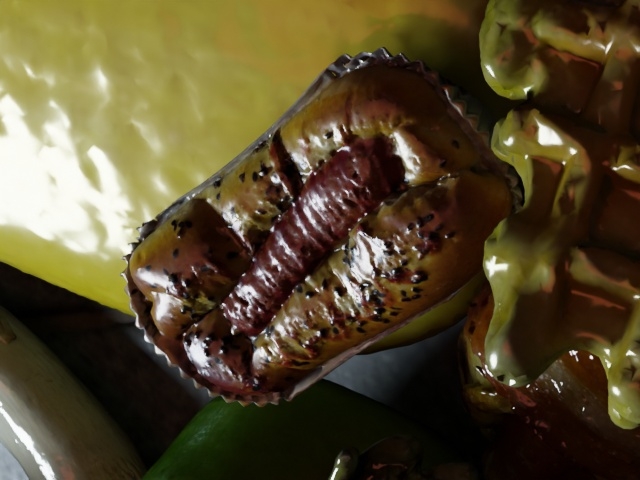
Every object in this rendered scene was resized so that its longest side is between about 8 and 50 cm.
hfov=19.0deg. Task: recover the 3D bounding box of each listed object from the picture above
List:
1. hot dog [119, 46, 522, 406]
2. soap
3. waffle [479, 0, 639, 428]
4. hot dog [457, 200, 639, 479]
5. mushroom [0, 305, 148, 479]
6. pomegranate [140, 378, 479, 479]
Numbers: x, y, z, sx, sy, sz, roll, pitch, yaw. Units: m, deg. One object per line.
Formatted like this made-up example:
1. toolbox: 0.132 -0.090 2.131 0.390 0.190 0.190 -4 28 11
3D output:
1. hot dog: 0.000 0.000 0.802 0.191 0.059 0.108 -37 96 32
2. soap: -0.085 -0.107 0.893 0.427 0.115 0.306 18 113 22
3. waffle: 0.202 -0.035 0.685 0.301 0.058 0.281 -7 76 18
4. hot dog: 0.132 0.044 0.800 0.146 0.103 0.213 28 126 0
5. mushroom: -0.156 0.103 1.056 0.209 0.071 0.084 49 156 14
6. pomegranate: 0.003 0.144 0.867 0.187 0.187 0.225 52 152 8
